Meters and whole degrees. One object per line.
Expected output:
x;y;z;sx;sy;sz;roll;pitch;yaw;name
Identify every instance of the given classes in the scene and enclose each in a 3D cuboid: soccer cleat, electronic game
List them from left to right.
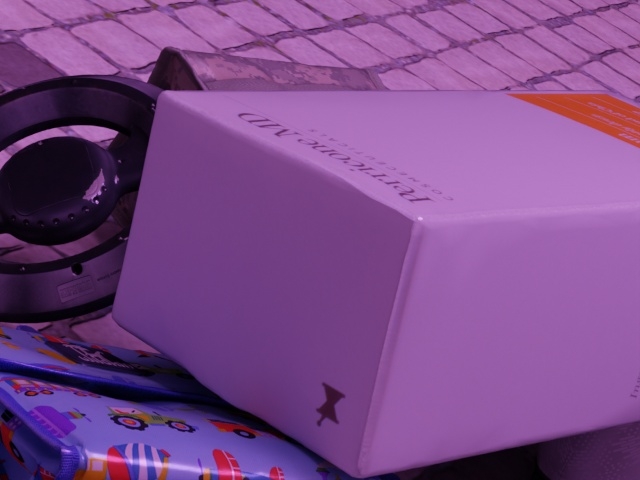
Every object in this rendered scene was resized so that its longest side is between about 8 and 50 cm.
-0.186;-0.034;1.382;0.229;0.048;0.229;-6;48;7;electronic game
0.287;0.125;1.540;0.116;0.143;0.331;37;26;22;soccer cleat

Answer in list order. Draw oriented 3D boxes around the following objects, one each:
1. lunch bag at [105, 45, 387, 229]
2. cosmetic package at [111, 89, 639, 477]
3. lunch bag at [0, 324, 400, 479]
0.000;0.000;1.487;0.235;0.169;0.287;1;44;-44;lunch bag
0.117;0.008;1.279;0.453;0.161;0.230;-5;25;-46;cosmetic package
-0.129;0.130;1.187;0.221;0.138;0.293;9;17;-33;lunch bag
